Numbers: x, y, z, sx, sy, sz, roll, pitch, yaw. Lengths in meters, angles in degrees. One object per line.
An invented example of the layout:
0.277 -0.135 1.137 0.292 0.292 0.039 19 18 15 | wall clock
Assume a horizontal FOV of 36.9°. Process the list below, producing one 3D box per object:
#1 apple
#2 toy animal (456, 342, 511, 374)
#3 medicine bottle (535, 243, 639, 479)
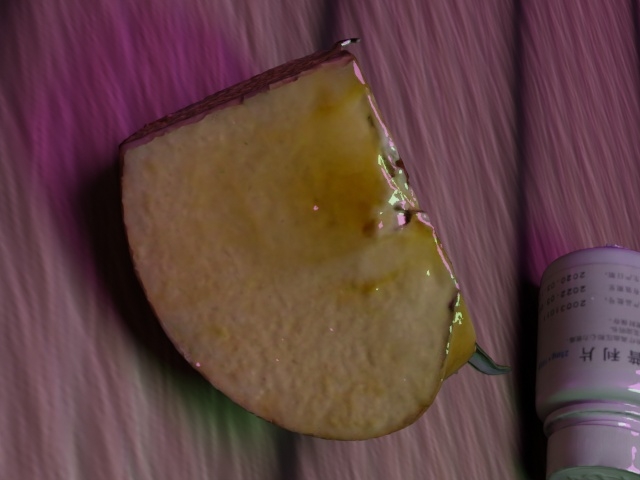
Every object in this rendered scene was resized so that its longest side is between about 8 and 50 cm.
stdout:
0.000 0.000 0.845 0.314 0.252 0.309 -36 111 -45 | apple
0.155 0.131 1.094 0.217 0.041 0.075 39 47 -33 | toy animal
0.349 0.166 1.177 0.170 0.170 0.292 33 52 -31 | medicine bottle
